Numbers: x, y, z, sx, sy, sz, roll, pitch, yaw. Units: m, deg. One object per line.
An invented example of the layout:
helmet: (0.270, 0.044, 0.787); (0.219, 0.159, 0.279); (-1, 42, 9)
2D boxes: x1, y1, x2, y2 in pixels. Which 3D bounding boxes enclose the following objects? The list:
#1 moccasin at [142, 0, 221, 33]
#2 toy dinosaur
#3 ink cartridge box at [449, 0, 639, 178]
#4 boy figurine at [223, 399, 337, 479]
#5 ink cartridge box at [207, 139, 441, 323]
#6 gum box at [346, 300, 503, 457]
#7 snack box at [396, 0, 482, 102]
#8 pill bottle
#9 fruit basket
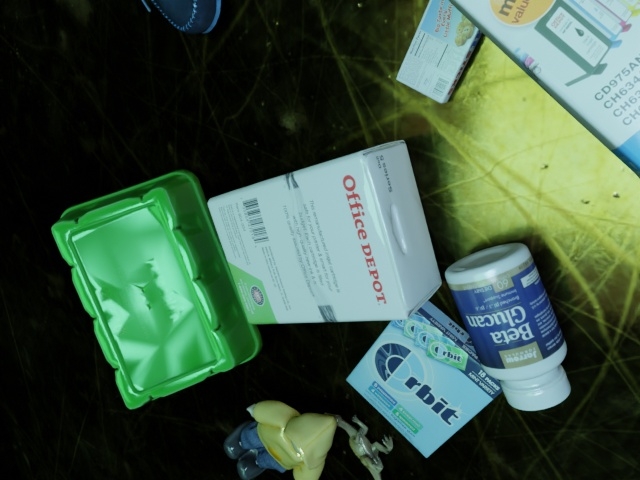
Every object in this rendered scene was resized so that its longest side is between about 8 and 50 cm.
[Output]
moccasin: (-0.276, -0.438, 0.668); (0.138, 0.117, 0.342); (-42, 80, 39)
toy dinosaur: (0.079, 0.347, 0.753); (0.183, 0.053, 0.092); (57, 145, 15)
ink cartridge box: (0.237, -0.176, 0.341); (0.232, 0.168, 0.171); (49, 120, 12)
boy figurine: (-0.060, 0.360, 0.806); (0.285, 0.092, 0.177); (-35, 85, 49)
ink cartridge box: (0.000, 0.000, 0.628); (0.273, 0.115, 0.198); (-10, 101, 39)
gum box: (0.141, 0.188, 0.642); (0.157, 0.041, 0.184); (41, 127, 18)
snack box: (0.146, -0.242, 0.491); (0.064, 0.022, 0.178); (36, 125, 20)
pill bottle: (0.214, 0.096, 0.520); (0.094, 0.094, 0.169); (-21, 94, 39)
fruit basket: (-0.294, 0.084, 0.836); (0.392, 0.283, 0.391); (159, 90, -82)
